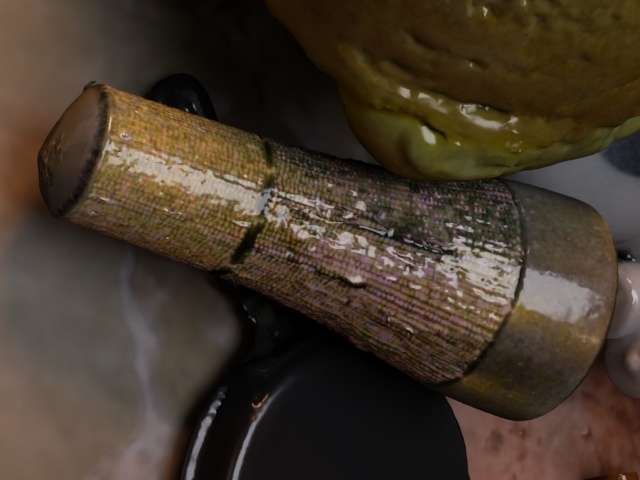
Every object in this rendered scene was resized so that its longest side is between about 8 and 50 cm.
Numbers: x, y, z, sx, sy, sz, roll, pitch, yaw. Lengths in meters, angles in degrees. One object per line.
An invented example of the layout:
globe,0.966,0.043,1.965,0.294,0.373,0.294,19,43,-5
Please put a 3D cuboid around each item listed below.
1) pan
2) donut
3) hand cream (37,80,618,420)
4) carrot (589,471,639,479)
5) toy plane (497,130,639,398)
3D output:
pan,-0.010,0.051,0.621,0.136,0.028,0.235,-29,104,-38
donut,0.048,-0.156,0.581,0.208,0.128,0.261,-30,79,-34
hand cream,0.000,0.000,0.583,0.203,0.084,0.084,17,75,-25
carrot,0.129,0.145,0.728,0.032,0.032,0.093,3,80,-39
toy plane,0.160,-0.055,0.717,0.252,0.118,0.252,5,82,-36
